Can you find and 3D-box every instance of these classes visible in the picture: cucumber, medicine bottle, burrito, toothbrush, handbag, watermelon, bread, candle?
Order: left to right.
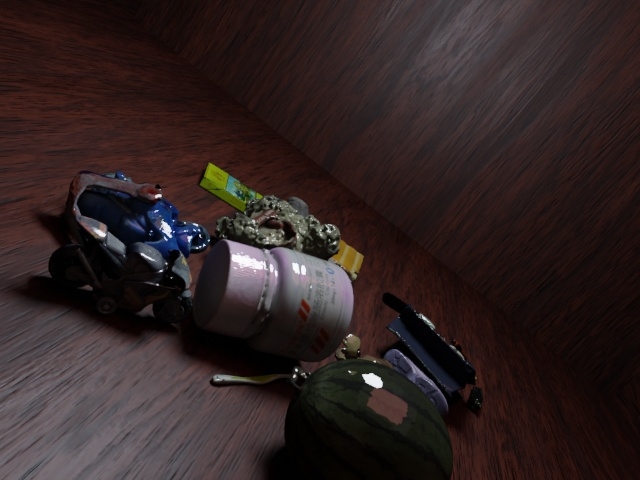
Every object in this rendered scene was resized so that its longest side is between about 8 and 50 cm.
[{"bbox_3d":[-0.136,0.304,1.237,0.263,0.026,0.022,18,20,-49],"label":"toothbrush"},{"bbox_3d":[-0.113,0.139,1.326,0.325,0.256,0.256,20,23,-28],"label":"medicine bottle"},{"bbox_3d":[0.028,0.065,2.068,0.239,0.111,0.246,35,19,-2],"label":"bread"},{"bbox_3d":[0.082,0.375,1.071,0.359,0.279,0.279,38,16,-5],"label":"watermelon"},{"bbox_3d":[0.331,0.269,2.273,0.188,0.045,0.058,33,24,-22],"label":"burrito"},{"bbox_3d":[0.375,0.371,1.837,0.303,0.122,0.329,47,0,26],"label":"handbag"},{"bbox_3d":[0.471,0.375,1.865,0.026,0.021,0.167,22,-23,49],"label":"candle"},{"bbox_3d":[0.549,0.553,1.970,0.053,0.053,0.181,42,16,12],"label":"cucumber"}]

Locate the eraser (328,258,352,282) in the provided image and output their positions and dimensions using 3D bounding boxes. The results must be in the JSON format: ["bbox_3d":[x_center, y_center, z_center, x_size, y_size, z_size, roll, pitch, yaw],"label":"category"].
[{"bbox_3d":[-0.033,0.083,1.864,0.287,0.130,0.086,47,17,31],"label":"eraser"}]

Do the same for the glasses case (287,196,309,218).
[{"bbox_3d":[-0.091,-0.098,2.339,0.114,0.060,0.299,33,17,-15],"label":"glasses case"}]

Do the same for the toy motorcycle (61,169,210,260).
[{"bbox_3d":[-0.437,-0.020,1.296,0.319,0.241,0.182,32,-25,1],"label":"toy motorcycle"}]

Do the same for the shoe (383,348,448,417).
[{"bbox_3d":[0.296,0.435,1.686,0.245,0.095,0.138,47,11,31],"label":"shoe"}]

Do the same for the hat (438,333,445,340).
[{"bbox_3d":[0.435,0.397,2.134,0.077,0.059,0.076,22,39,-30],"label":"hat"}]

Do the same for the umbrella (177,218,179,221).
[{"bbox_3d":[-0.449,-0.083,1.608,0.036,0.031,0.133,-23,60,-41],"label":"umbrella"}]

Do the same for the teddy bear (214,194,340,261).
[{"bbox_3d":[-0.153,-0.048,1.738,0.357,0.224,0.367,4,37,-22],"label":"teddy bear"}]

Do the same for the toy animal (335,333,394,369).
[{"bbox_3d":[0.136,0.357,1.583,0.186,0.094,0.214,54,15,30],"label":"toy animal"}]

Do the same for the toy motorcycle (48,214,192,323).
[{"bbox_3d":[-0.374,0.065,1.122,0.307,0.173,0.108,30,20,-32],"label":"toy motorcycle"}]

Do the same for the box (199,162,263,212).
[{"bbox_3d":[-0.296,-0.163,2.110,0.335,0.047,0.187,32,18,-17],"label":"box"}]
